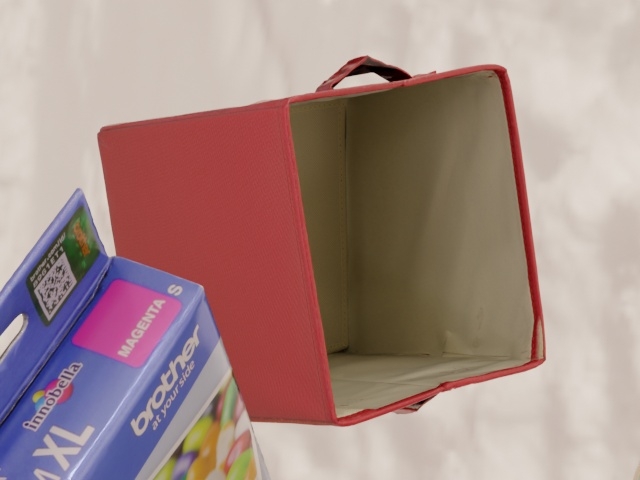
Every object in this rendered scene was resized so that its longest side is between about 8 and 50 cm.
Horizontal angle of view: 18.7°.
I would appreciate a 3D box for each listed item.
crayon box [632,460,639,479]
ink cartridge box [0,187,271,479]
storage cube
[{"bbox_3d":[0.206,0.230,1.057,0.202,0.081,0.319,97,180,-48],"label":"crayon box"},{"bbox_3d":[-0.100,0.143,0.917,0.186,0.065,0.311,-57,-31,-29],"label":"ink cartridge box"},{"bbox_3d":[0.000,0.000,1.197,0.193,0.183,0.215,-4,97,50],"label":"storage cube"}]
